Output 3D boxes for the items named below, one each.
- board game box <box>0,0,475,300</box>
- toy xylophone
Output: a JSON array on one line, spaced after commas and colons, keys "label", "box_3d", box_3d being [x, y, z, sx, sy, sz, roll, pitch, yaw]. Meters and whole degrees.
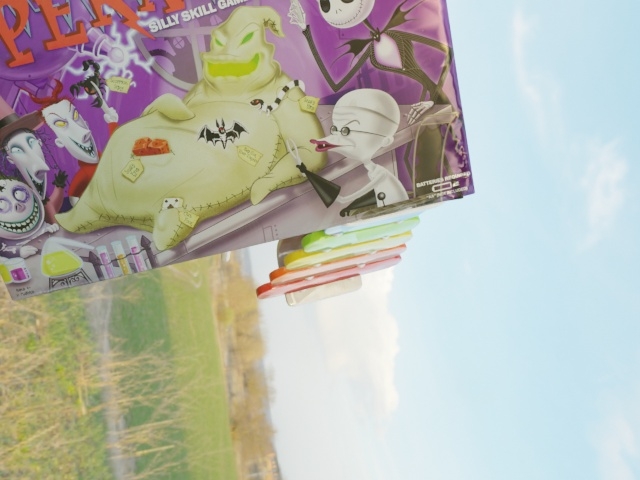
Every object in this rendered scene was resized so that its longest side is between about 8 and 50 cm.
[{"label": "board game box", "box_3d": [-0.082, -0.093, 0.389, 0.056, 0.346, 0.208, -90, 166, -75]}, {"label": "toy xylophone", "box_3d": [0.000, 0.000, 0.666, 0.323, 0.236, 0.081, 103, -30, -71]}]
